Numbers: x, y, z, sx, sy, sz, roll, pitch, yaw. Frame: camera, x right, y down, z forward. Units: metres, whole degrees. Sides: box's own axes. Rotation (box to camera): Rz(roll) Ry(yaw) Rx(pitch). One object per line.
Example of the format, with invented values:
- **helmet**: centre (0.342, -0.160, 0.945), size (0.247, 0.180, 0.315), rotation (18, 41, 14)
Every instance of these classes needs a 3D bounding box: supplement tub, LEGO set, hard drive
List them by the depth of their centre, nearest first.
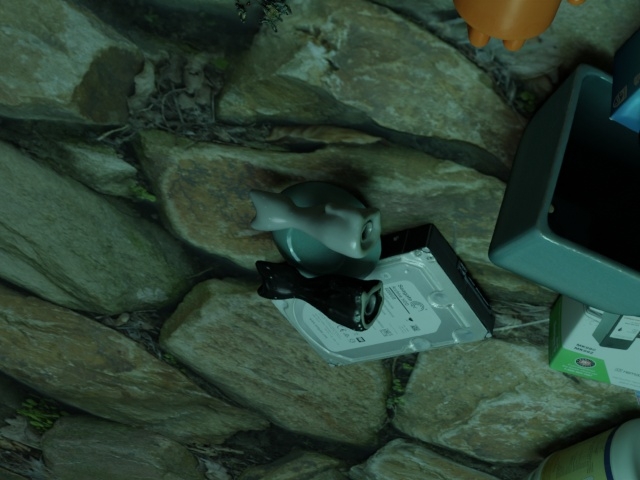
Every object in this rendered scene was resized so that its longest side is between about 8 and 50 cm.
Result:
- **LEGO set**: centre (-0.071, -0.303, 1.317), size (0.083, 0.023, 0.054), rotation (20, 142, 14)
- **hard drive**: centre (0.098, 0.106, 1.725), size (0.339, 0.064, 0.237), rotation (-15, 129, 32)
- **supplement tub**: centre (0.555, 0.494, 1.943), size (0.228, 0.228, 0.316), rotation (29, 140, -17)

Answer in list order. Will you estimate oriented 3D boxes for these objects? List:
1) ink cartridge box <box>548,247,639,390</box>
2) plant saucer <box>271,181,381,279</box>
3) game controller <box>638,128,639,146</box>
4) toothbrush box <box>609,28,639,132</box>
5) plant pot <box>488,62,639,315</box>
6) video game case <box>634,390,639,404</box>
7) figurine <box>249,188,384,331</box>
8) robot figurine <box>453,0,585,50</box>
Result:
- **ink cartridge box**: centre (0.500, 0.104, 1.555), size (0.211, 0.121, 0.289), rotation (14, 142, 0)
- **plant saucer**: centre (0.000, 0.000, 1.605), size (0.195, 0.037, 0.195), rotation (13, 124, 19)
- **game controller**: centre (0.489, -0.169, 1.074), size (0.166, 0.067, 0.319), rotation (12, 144, -17)
- **toothbrush box**: centre (0.508, -0.220, 1.141), size (0.216, 0.126, 0.295), rotation (24, 142, -10)
- **plant pot**: centre (0.358, -0.036, 1.339), size (0.248, 0.247, 0.252), rotation (23, 158, -11)
- **video game case**: centre (0.612, 0.243, 1.781), size (0.119, 0.015, 0.166), rotation (-6, 138, 25)
- **figurine**: centre (-0.016, 0.021, 1.551), size (0.209, 0.092, 0.215), rotation (12, 124, 25)
- **robot figurine**: centre (0.223, -0.314, 1.118), size (0.158, 0.128, 0.219), rotation (36, 147, 17)
